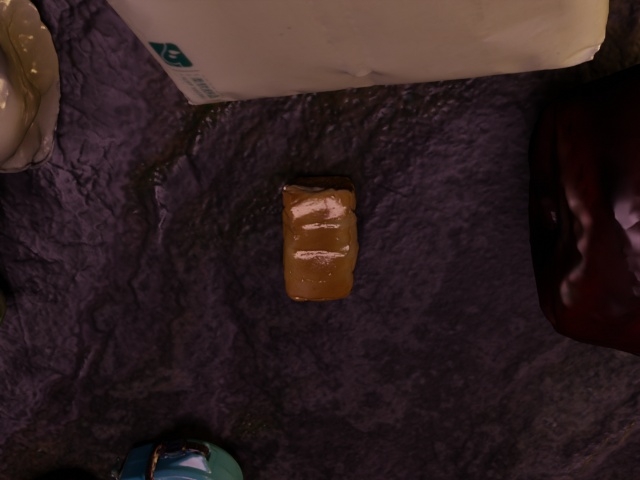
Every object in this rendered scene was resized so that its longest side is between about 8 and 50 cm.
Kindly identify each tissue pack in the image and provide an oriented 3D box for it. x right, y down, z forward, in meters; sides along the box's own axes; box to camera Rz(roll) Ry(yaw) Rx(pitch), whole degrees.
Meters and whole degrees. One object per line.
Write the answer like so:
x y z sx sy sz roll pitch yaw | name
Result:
-0.010 -0.249 0.389 0.297 0.207 0.380 -6 156 18 | tissue pack

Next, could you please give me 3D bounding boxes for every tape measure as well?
-0.159 0.295 0.930 0.125 0.081 0.146 -17 121 18 | tape measure

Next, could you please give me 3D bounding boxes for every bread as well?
0.000 0.000 0.742 0.074 0.053 0.132 3 125 1 | bread

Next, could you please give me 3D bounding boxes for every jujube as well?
0.338 -0.002 0.621 0.376 0.258 0.258 19 123 -3 | jujube

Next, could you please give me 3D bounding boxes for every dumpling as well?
-0.295 -0.139 0.597 0.247 0.142 0.173 15 98 -53 | dumpling

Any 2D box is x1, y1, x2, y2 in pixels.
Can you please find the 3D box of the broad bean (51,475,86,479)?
-0.348 0.359 0.983 0.114 0.084 0.165 31 126 -22 | broad bean

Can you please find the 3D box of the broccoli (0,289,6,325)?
-0.391 0.028 0.693 0.269 0.270 0.270 -16 156 13 | broccoli
